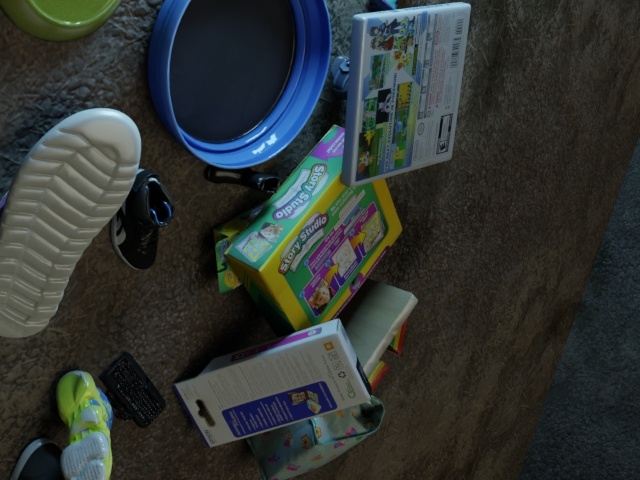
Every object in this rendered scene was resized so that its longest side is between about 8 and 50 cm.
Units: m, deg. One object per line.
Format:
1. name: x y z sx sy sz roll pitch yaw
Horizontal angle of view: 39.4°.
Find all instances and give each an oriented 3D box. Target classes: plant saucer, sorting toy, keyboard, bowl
1. plant saucer: -0.368 -0.407 1.308 0.241 0.037 0.240 -26 129 -38
2. sorting toy: 0.081 0.217 2.008 0.089 0.257 0.255 44 75 -33
3. keyboard: -0.360 0.307 1.728 0.100 0.038 0.192 -47 139 -22
4. bowl: -0.140 -0.323 1.595 0.391 0.077 0.391 -27 129 -38

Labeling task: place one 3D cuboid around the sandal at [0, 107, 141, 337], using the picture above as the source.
1. sandal: -0.433 -0.038 1.403 0.169 0.102 0.416 23 105 -38

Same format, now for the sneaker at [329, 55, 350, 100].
1. sneaker: 0.122 -0.356 1.812 0.226 0.163 0.086 -40 132 -21

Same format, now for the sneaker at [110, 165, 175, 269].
1. sneaker: -0.301 -0.023 1.538 0.079 0.121 0.216 -32 132 -34

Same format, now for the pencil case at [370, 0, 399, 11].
1. pencil case: 0.162 -0.540 1.841 0.070 0.064 0.151 39 79 -36

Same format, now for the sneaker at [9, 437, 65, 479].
1. sneaker: -0.501 0.516 1.590 0.105 0.147 0.295 9 104 -54

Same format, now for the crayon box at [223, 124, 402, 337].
1. crayon box: 0.000 0.000 1.843 0.363 0.106 0.313 -51 143 -20

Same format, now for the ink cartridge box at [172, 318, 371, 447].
1. ink cartridge box: -0.098 0.297 1.828 0.069 0.371 0.175 -83 151 -65

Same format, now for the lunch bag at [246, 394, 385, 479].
1. lunch bag: -0.001 0.437 2.071 0.262 0.160 0.223 -2 147 -46

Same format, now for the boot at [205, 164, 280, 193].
1. boot: -0.143 -0.116 1.691 0.121 0.099 0.045 -2 110 -50

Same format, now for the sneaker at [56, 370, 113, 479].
1. sneaker: -0.399 0.352 1.584 0.091 0.240 0.126 -16 156 8

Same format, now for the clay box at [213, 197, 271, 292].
1. clay box: -0.137 0.004 1.805 0.222 0.053 0.127 -30 132 -37

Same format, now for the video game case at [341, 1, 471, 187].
1. video game case: 0.168 -0.287 1.747 0.300 0.036 0.328 -18 123 -38
